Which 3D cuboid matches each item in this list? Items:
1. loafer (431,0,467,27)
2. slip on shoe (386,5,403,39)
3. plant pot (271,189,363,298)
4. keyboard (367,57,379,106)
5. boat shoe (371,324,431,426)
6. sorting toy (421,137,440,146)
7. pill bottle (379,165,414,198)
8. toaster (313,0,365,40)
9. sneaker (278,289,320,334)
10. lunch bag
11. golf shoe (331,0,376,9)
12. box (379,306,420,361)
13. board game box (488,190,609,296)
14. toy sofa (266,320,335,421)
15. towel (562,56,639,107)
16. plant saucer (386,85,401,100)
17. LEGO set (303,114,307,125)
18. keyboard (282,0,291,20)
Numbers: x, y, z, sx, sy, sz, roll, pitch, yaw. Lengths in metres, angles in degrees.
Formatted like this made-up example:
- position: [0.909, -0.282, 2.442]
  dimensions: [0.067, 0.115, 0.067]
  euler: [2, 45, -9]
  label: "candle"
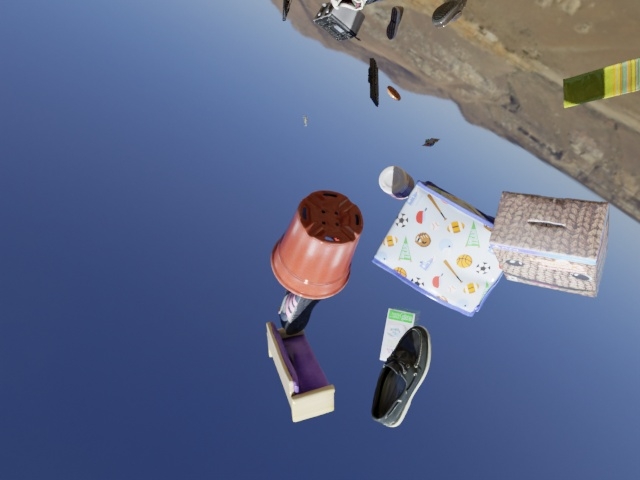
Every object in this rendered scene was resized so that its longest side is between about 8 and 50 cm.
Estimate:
- position: [0.479, -0.827, 1.819]
  dimensions: [0.080, 0.220, 0.078]
  euler: [15, 146, 43]
  label: "loafer"
- position: [0.298, -0.866, 2.000]
  dimensions: [0.041, 0.135, 0.051]
  euler: [-27, -123, -25]
  label: "slip on shoe"
- position: [0.000, 0.000, 1.565]
  dimensions: [0.272, 0.265, 0.273]
  euler: [8, -125, -11]
  label: "plant pot"
- position: [0.210, -0.625, 1.966]
  dimensions: [0.108, 0.023, 0.180]
  euler: [32, -126, -60]
  label: "keyboard"
- position: [0.247, 0.429, 1.611]
  dimensions: [0.113, 0.340, 0.127]
  euler: [23, -178, -43]
  label: "boat shoe"
- position: [0.450, -0.404, 2.078]
  dimensions: [0.083, 0.062, 0.012]
  euler: [-4, -110, -41]
  label: "sorting toy"
- position: [0.306, -0.220, 1.963]
  dimensions: [0.108, 0.108, 0.193]
  euler: [43, -167, 22]
  label: "pill bottle"
- position: [0.089, -0.963, 2.203]
  dimensions: [0.185, 0.110, 0.168]
  euler: [28, 180, -30]
  label: "toaster"
- position: [-0.074, 0.189, 1.772]
  dimensions: [0.112, 0.319, 0.131]
  euler: [1, -138, -38]
  label: "sneaker"
- position: [0.429, 0.027, 1.689]
  dimensions: [0.385, 0.328, 0.239]
  euler: [32, -161, 16]
  label: "lunch bag"
- position: [0.173, -0.952, 1.966]
  dimensions: [0.272, 0.105, 0.120]
  euler: [-1, -111, 3]
  label: "golf shoe"
- position: [0.368, 0.426, 2.276]
  dimensions: [0.126, 0.231, 0.262]
  euler: [10, 178, 17]
  label: "box"
- position: [0.577, 0.013, 1.256]
  dimensions: [0.232, 0.141, 0.291]
  euler: [11, 164, 33]
  label: "board game box"
- position: [-0.077, 0.435, 1.777]
  dimensions: [0.150, 0.177, 0.362]
  euler: [-10, -149, -16]
  label: "toy sofa"
- position: [0.891, -0.498, 1.590]
  dimensions: [0.021, 0.102, 0.237]
  euler: [9, 171, -43]
  label: "towel"
- position: [0.329, -0.661, 2.262]
  dimensions: [0.083, 0.013, 0.084]
  euler: [28, -140, -27]
  label: "plant saucer"
- position: [-0.071, -0.595, 2.486]
  dimensions: [0.023, 0.054, 0.083]
  euler: [-6, -169, 3]
  label: "LEGO set"
- position: [-0.120, -0.916, 1.878]
  dimensions: [0.038, 0.192, 0.100]
  euler: [4, 168, -5]
  label: "keyboard"
